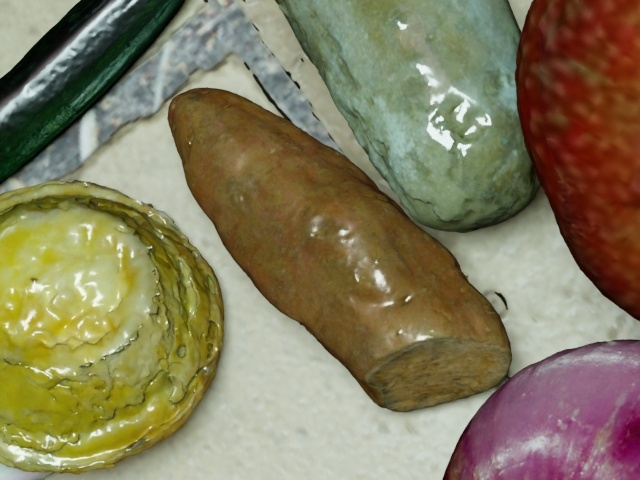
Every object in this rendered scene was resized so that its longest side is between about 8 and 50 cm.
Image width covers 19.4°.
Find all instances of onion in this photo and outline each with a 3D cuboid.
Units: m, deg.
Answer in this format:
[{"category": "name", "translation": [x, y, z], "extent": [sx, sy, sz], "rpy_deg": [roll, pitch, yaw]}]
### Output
[{"category": "onion", "translation": [0.142, 0.152, 0.930], "extent": [0.201, 0.207, 0.200], "rpy_deg": [-9, 35, 6]}]

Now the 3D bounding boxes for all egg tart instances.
[{"category": "egg tart", "translation": [-0.145, 0.040, 1.058], "extent": [0.191, 0.074, 0.191], "rpy_deg": [1, 61, -1]}]

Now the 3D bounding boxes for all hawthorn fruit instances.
[{"category": "hawthorn fruit", "translation": [0.227, -0.078, 0.922], "extent": [0.275, 0.299, 0.275], "rpy_deg": [-1, 107, -4]}]

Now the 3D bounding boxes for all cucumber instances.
[{"category": "cucumber", "translation": [-0.178, -0.082, 1.126], "extent": [0.284, 0.056, 0.056], "rpy_deg": [-39, 72, 6]}]

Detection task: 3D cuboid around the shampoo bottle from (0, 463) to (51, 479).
[{"category": "shampoo bottle", "translation": [-0.211, 0.130, 1.090], "extent": [0.099, 0.043, 0.072], "rpy_deg": [-35, 70, 4]}]

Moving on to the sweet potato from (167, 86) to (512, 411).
[{"category": "sweet potato", "translation": [0.000, 0.000, 1.041], "extent": [0.097, 0.097, 0.252], "rpy_deg": [-46, 73, 1]}]

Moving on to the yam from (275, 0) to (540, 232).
[{"category": "yam", "translation": [0.028, -0.152, 1.049], "extent": [0.133, 0.133, 0.330], "rpy_deg": [-27, 73, 6]}]
